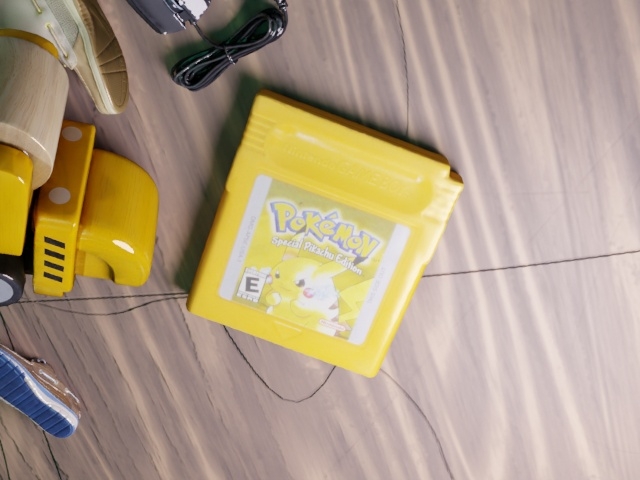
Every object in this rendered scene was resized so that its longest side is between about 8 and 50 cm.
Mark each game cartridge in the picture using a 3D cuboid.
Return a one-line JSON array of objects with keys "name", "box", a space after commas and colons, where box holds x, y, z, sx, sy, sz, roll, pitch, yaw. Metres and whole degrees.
[{"name": "game cartridge", "box": [0.000, 0.000, 1.068, 0.285, 0.052, 0.323, 20, 115, -3]}]

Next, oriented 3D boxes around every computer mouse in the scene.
[{"name": "computer mouse", "box": [-0.154, -0.315, 0.944, 0.184, 0.060, 0.262, -23, 109, 16]}]

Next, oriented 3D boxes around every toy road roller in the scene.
[{"name": "toy road roller", "box": [-0.307, -0.064, 0.967, 0.241, 0.202, 0.329, 8, 143, -15]}]

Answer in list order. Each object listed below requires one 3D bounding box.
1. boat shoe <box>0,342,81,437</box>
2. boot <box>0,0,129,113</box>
[{"name": "boat shoe", "box": [-0.426, 0.211, 1.194, 0.066, 0.066, 0.183, -29, 113, 19]}, {"name": "boot", "box": [-0.341, -0.237, 0.990, 0.165, 0.077, 0.213, -17, 109, 14]}]
